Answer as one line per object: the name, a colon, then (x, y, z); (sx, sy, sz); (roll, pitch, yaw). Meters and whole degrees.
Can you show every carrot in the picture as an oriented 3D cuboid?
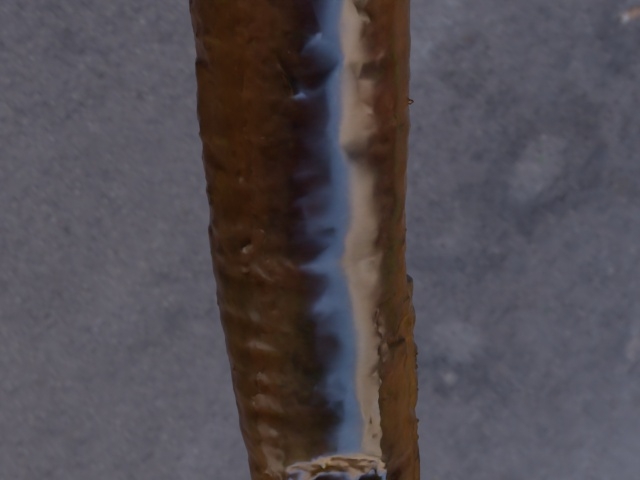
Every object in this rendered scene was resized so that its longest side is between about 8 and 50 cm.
carrot: (0.000, 0.000, 0.461); (0.066, 0.066, 0.314); (-13, 110, -28)
